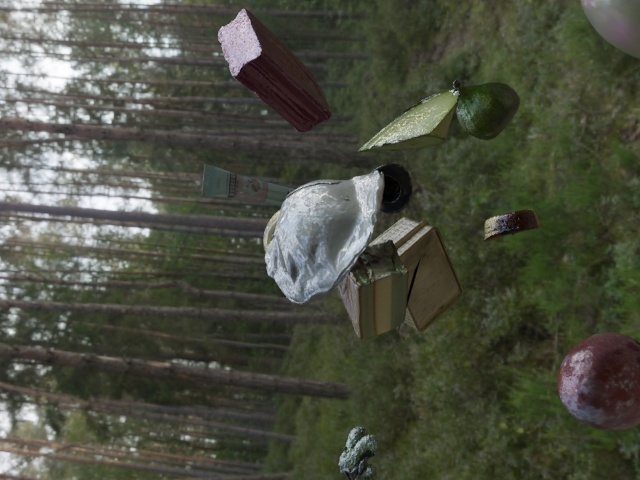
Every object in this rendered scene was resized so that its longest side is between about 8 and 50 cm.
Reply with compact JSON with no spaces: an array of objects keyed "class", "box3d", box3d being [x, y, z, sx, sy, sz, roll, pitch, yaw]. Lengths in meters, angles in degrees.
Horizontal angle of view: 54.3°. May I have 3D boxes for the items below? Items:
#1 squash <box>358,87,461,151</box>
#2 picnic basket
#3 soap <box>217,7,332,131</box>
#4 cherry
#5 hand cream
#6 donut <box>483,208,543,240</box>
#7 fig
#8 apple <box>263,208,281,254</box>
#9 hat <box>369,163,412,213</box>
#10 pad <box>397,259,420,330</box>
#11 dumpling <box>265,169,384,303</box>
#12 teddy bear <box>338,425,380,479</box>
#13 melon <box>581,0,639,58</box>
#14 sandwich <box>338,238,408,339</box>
[{"class":"squash","box3d":[0.240,-0.310,1.583,0.204,0.237,0.155,-3,-89,-40]},{"class":"picnic basket","box3d":[0.292,0.100,2.024,0.228,0.175,0.312,-38,-59,-18]},{"class":"soap","box3d":[-0.135,-0.498,1.887,0.359,0.128,0.233,32,-150,-49]},{"class":"cherry","box3d":[0.700,0.345,1.523,0.213,0.286,0.236,-26,73,62]},{"class":"hand cream","box3d":[-0.177,-0.137,1.743,0.058,0.331,0.085,-7,76,57]},{"class":"donut","box3d":[0.605,-0.050,1.986,0.166,0.184,0.073,-7,-97,-39]},{"class":"fig","box3d":[0.509,-0.447,2.030,0.203,0.235,0.203,-54,15,21]},{"class":"apple","box3d":[-0.085,0.003,2.431,0.233,0.286,0.286,-9,-73,-50]},{"class":"hat","box3d":[0.162,-0.124,1.432,0.050,0.121,0.121,-46,-38,-59]},{"class":"pad","box3d":[0.254,0.153,1.784,0.116,0.004,0.193,-45,-31,-65]},{"class":"dumpling","box3d":[-0.003,0.001,1.295,0.181,0.341,0.260,51,-141,-47]},{"class":"teddy bear","box3d":[0.107,0.643,1.756,0.133,0.111,0.213,172,94,-70]},{"class":"melon","box3d":[0.696,-0.491,1.292,0.223,0.317,0.223,-63,9,18]},{"class":"sandwich","box3d":[0.148,0.133,1.670,0.198,0.155,0.227,119,133,-73]}]
